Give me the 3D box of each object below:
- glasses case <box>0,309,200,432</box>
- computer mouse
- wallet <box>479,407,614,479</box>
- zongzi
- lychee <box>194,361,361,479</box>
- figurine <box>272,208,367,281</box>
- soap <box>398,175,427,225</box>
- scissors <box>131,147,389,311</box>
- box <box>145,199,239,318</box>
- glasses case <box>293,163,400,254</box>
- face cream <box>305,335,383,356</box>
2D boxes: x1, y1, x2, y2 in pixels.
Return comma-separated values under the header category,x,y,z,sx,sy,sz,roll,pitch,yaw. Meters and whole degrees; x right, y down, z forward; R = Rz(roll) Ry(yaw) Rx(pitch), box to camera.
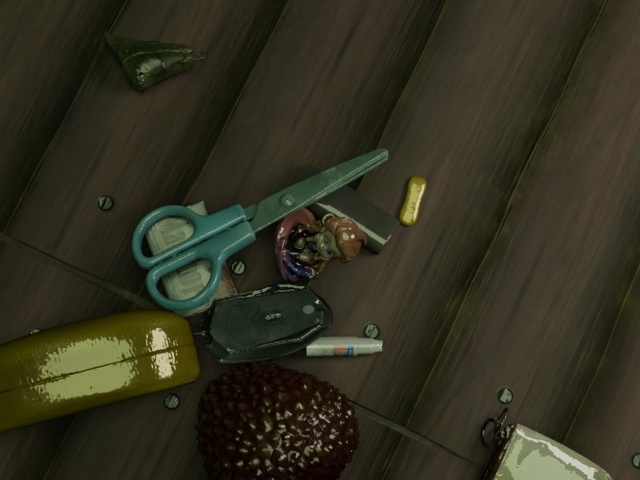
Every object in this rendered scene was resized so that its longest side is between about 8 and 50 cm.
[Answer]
category,x,y,z,sx,sy,sz,roll,pitch,yaw
glasses case,-0.383,0.201,1.766,0.371,0.173,0.141,-14,86,-5
computer mouse,-0.091,0.145,1.830,0.231,0.071,0.126,-14,50,-12
wallet,0.347,0.475,1.828,0.275,0.068,0.335,23,88,4
zongzi,-0.278,-0.337,1.915,0.154,0.062,0.130,-29,72,-13
lychee,-0.081,0.304,1.746,0.271,0.271,0.271,0,82,-3
figurine,-0.001,-0.001,1.844,0.157,0.114,0.126,-18,100,12
soap,0.158,-0.068,1.917,0.034,0.012,0.089,18,81,0
scissors,-0.090,-0.044,1.811,0.447,0.029,0.192,-27,61,-2
box,-0.219,0.032,1.870,0.115,0.036,0.177,-21,83,-7
glasses case,0.039,-0.054,1.897,0.191,0.042,0.072,32,74,2
face cream,0.041,0.176,1.865,0.130,0.034,0.034,-1,82,-4
